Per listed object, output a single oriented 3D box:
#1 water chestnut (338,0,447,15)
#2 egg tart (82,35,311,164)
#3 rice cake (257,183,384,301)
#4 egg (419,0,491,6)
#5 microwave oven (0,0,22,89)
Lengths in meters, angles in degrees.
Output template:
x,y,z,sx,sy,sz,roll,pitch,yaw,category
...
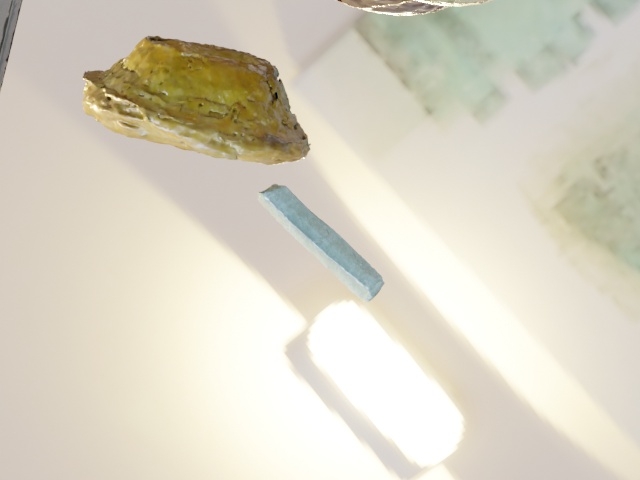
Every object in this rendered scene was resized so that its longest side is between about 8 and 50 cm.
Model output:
x,y,z,sx,sy,sz,roll,pitch,yaw,category
0.068,-0.409,1.802,0.347,0.335,0.335,32,-149,-46,water chestnut
-0.166,-0.203,2.419,0.341,0.129,0.341,11,-167,-3,egg tart
0.000,-0.001,1.913,0.171,0.029,0.033,42,-118,5,rice cake
0.126,-0.327,1.550,0.238,0.238,0.289,53,-155,7,egg
-0.550,-0.184,1.610,0.432,0.236,0.374,24,-149,8,microwave oven
